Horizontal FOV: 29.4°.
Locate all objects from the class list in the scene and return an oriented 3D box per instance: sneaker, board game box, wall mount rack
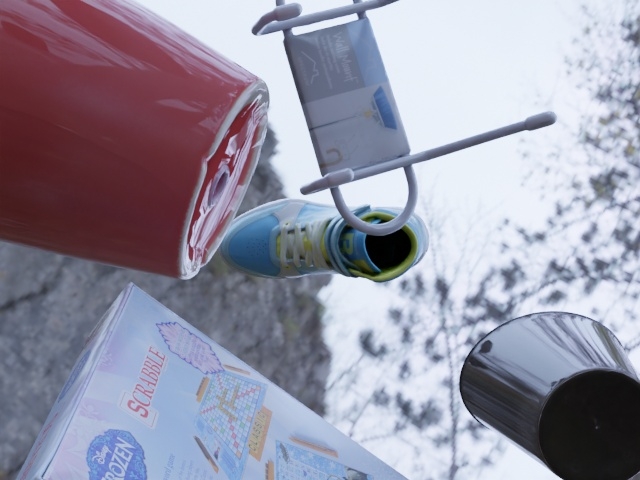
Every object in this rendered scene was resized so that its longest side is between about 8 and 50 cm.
[{"bbox_3d":[0.000,0.000,1.770,0.319,0.208,0.127,-5,-87,3],"label":"sneaker"},{"bbox_3d":[-0.045,0.193,0.838,0.318,0.318,0.066,37,-76,-10],"label":"board game box"},{"bbox_3d":[0.093,-0.194,1.443,0.130,0.304,0.350,165,-92,-72],"label":"wall mount rack"}]

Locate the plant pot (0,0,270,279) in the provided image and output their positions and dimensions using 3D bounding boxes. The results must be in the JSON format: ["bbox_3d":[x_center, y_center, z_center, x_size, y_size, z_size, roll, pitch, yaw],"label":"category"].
[{"bbox_3d":[-0.194,-0.096,1.105,0.243,0.275,0.275,23,-44,7],"label":"plant pot"}]

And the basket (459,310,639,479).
[{"bbox_3d":[0.274,0.175,1.337,0.204,0.227,0.154,-9,-82,-3],"label":"basket"}]
